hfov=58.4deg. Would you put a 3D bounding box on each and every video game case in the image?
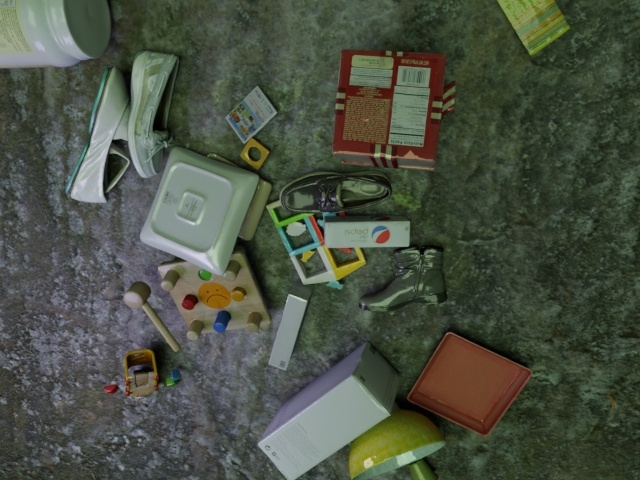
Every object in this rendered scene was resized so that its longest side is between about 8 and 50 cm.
[{"bbox_3d":[-0.175,-0.318,1.450,0.122,0.011,0.087,-38,82,21],"label":"video game case"}]

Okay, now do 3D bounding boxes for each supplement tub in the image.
[{"bbox_3d":[-0.696,-0.531,1.358,0.324,0.235,0.236,2,112,10],"label":"supplement tub"}]

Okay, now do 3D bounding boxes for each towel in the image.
[{"bbox_3d":[0.444,-0.535,1.256,0.102,0.021,0.237,-33,101,15],"label":"towel"}]

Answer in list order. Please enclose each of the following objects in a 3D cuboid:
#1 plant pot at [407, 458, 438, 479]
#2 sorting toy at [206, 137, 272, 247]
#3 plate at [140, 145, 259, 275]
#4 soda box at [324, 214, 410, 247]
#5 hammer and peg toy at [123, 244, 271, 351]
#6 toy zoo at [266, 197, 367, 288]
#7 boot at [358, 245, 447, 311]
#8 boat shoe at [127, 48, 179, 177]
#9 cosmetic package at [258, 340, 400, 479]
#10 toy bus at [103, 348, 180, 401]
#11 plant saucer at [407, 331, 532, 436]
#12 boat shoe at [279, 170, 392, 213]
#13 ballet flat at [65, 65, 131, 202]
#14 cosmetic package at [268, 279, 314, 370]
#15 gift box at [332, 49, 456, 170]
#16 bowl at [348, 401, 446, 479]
[{"bbox_3d":[0.303,0.701,1.743,0.083,0.083,0.079,-28,91,20],"label":"plant pot"},{"bbox_3d":[-0.245,-0.114,1.526,0.195,0.047,0.348,27,114,9],"label":"sorting toy"},{"bbox_3d":[-0.326,-0.084,1.480,0.277,0.045,0.278,21,92,19],"label":"plate"},{"bbox_3d":[0.117,-0.024,1.465,0.216,0.074,0.069,-1,106,-1],"label":"soda box"},{"bbox_3d":[-0.338,0.161,1.603,0.361,0.127,0.266,-10,122,15],"label":"hammer and peg toy"},{"bbox_3d":[0.000,0.000,1.544,0.192,0.030,0.293,-21,106,18],"label":"toy zoo"},{"bbox_3d":[0.213,0.095,1.525,0.246,0.083,0.161,-10,102,8],"label":"boot"},{"bbox_3d":[-0.419,-0.315,1.458,0.103,0.118,0.321,8,103,5],"label":"boat shoe"},{"bbox_3d":[0.028,0.481,1.624,0.385,0.217,0.156,-40,92,24],"label":"cosmetic package"},{"bbox_3d":[-0.556,0.409,1.771,0.202,0.191,0.105,-27,61,19],"label":"toy bus"},{"bbox_3d":[0.414,0.398,1.613,0.259,0.048,0.259,25,114,1],"label":"plant saucer"},{"bbox_3d":[0.040,-0.118,1.426,0.285,0.092,0.103,-5,105,-3],"label":"boat shoe"},{"bbox_3d":[-0.554,-0.264,1.509,0.139,0.139,0.400,30,118,-2],"label":"ballet flat"},{"bbox_3d":[-0.083,0.239,1.619,0.060,0.099,0.239,19,113,6],"label":"cosmetic package"},{"bbox_3d":[0.170,-0.298,1.280,0.254,0.258,0.277,11,93,9],"label":"gift box"},{"bbox_3d":[0.195,0.559,1.641,0.289,0.289,0.156,-34,60,21],"label":"bowl"}]
